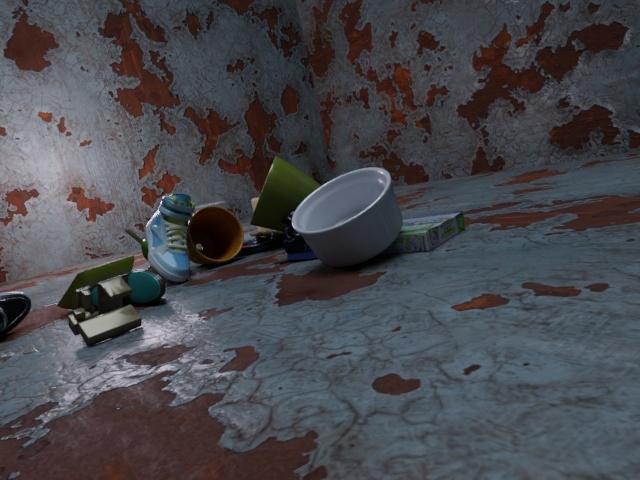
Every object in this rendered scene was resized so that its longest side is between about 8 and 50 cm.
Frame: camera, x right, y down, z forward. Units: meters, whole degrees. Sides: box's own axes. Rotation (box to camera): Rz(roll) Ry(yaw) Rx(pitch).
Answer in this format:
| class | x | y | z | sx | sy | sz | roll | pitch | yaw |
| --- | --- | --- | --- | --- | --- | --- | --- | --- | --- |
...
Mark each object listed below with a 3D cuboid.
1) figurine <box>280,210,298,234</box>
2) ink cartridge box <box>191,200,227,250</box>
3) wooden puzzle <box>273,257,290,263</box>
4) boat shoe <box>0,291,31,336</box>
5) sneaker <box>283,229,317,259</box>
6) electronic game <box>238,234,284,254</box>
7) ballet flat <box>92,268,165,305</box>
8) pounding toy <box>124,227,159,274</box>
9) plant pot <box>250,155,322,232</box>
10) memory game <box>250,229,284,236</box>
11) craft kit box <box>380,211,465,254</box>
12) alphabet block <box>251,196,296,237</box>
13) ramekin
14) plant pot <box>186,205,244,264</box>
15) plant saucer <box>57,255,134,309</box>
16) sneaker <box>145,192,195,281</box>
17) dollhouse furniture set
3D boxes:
| class | x | y | z | sx | sy | sz | roll | pitch | yaw |
| --- | --- | --- | --- | --- | --- | --- | --- | --- | --- |
| figurine | -0.022 | -0.049 | 1.640 | 0.209 | 0.092 | 0.215 | -19 | 39 | -3 |
| ink cartridge box | -0.439 | -0.044 | 1.953 | 0.154 | 0.213 | 0.093 | -14 | 8 | -15 |
| wooden puzzle | -0.106 | 0.060 | 1.465 | 0.083 | 0.006 | 0.049 | -15 | 9 | -20 |
| boat shoe | -0.842 | 0.209 | 1.209 | 0.102 | 0.108 | 0.301 | -10 | 11 | 20 |
| sneaker | 0.000 | 0.000 | 1.405 | 0.232 | 0.091 | 0.081 | -7 | 10 | 15 |
| electronic game | -0.247 | 0.011 | 1.877 | 0.229 | 0.048 | 0.229 | -11 | 8 | 2 |
| ballet flat | -0.504 | 0.129 | 1.315 | 0.280 | 0.096 | 0.096 | -8 | -3 | 28 |
| pounding toy | -0.591 | 0.075 | 1.695 | 0.236 | 0.110 | 0.183 | 29 | -9 | 21 |
| plant pot | -0.081 | -0.138 | 1.826 | 0.293 | 0.275 | 0.275 | 21 | 5 | -6 |
| memory game | -0.190 | -0.030 | 1.916 | 0.186 | 0.012 | 0.186 | -4 | 7 | 0 |
| craft kit box | 0.237 | -0.018 | 1.329 | 0.249 | 0.061 | 0.246 | -6 | 8 | 39 |
| alphabet block | -0.174 | -0.115 | 2.124 | 0.192 | 0.194 | 0.197 | -18 | 9 | -23 |
| ramekin | 0.076 | -0.056 | 1.241 | 0.277 | 0.135 | 0.277 | -23 | 28 | 13 |
| plant pot | -0.409 | 0.002 | 1.744 | 0.205 | 0.205 | 0.188 | -19 | -6 | -38 |
| plant saucer | -0.657 | 0.136 | 1.432 | 0.188 | 0.045 | 0.188 | -43 | -11 | 33 |
| sneaker | -0.468 | -0.031 | 1.546 | 0.127 | 0.208 | 0.319 | 13 | 30 | -42 |
| dollhouse furniture set | -0.479 | 0.188 | 1.076 | 0.151 | 0.123 | 0.144 | 37 | 38 | 31 |
